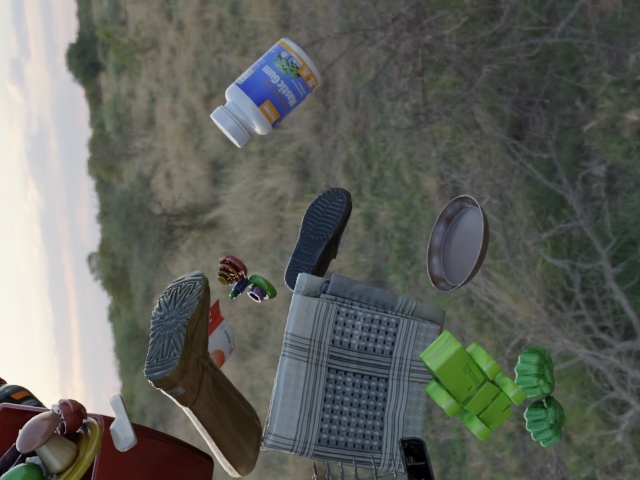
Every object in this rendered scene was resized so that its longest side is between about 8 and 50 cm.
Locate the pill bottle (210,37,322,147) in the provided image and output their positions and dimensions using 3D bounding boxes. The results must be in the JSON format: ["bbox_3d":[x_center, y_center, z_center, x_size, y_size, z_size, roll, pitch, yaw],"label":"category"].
[{"bbox_3d":[-0.140,-0.363,1.907,0.152,0.272,0.152,46,176,4],"label":"pill bottle"}]

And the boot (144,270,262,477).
[{"bbox_3d":[-0.179,0.218,1.248,0.236,0.089,0.270,-79,-31,-44],"label":"boot"}]

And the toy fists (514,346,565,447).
[{"bbox_3d":[0.620,0.440,2.141,0.096,0.142,0.279,-9,96,39],"label":"toy fists"}]

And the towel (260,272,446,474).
[{"bbox_3d":[0.070,0.236,1.355,0.056,0.312,0.325,155,129,-68],"label":"towel"}]

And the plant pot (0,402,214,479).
[{"bbox_3d":[-0.300,0.378,1.057,0.267,0.235,0.267,-6,72,40],"label":"plant pot"}]

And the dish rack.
[{"bbox_3d":[0.045,0.408,1.184,0.208,0.271,0.074,-89,-10,-74],"label":"dish rack"}]

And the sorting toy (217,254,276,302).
[{"bbox_3d":[-0.119,0.068,1.152,0.042,0.102,0.061,-54,4,-28],"label":"sorting toy"}]

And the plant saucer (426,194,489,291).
[{"bbox_3d":[0.235,0.007,1.283,0.168,0.029,0.169,-167,90,-70],"label":"plant saucer"}]

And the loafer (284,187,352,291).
[{"bbox_3d":[0.000,0.000,1.482,0.080,0.078,0.220,29,93,27],"label":"loafer"}]

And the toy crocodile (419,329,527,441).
[{"bbox_3d":[0.247,0.242,1.270,0.105,0.115,0.340,43,179,44],"label":"toy crocodile"}]

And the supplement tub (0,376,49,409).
[{"bbox_3d":[-0.677,0.471,1.716,0.338,0.207,0.207,39,151,10],"label":"supplement tub"}]

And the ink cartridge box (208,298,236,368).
[{"bbox_3d":[-0.285,0.267,2.027,0.145,0.045,0.179,-50,-30,-45],"label":"ink cartridge box"}]

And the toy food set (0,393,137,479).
[{"bbox_3d":[-0.308,0.225,0.808,0.071,0.217,0.128,56,177,-25],"label":"toy food set"}]
